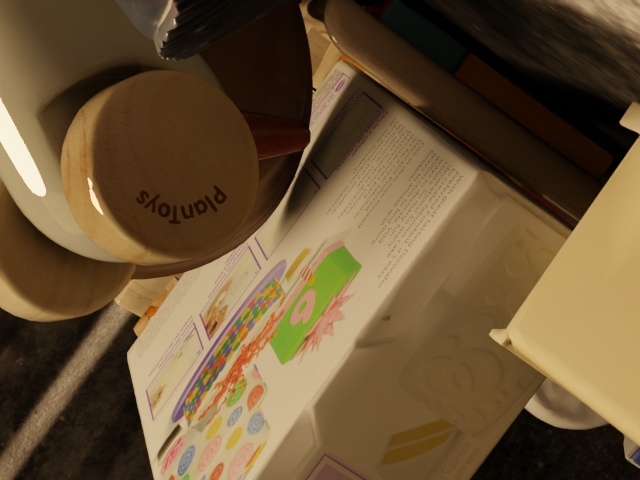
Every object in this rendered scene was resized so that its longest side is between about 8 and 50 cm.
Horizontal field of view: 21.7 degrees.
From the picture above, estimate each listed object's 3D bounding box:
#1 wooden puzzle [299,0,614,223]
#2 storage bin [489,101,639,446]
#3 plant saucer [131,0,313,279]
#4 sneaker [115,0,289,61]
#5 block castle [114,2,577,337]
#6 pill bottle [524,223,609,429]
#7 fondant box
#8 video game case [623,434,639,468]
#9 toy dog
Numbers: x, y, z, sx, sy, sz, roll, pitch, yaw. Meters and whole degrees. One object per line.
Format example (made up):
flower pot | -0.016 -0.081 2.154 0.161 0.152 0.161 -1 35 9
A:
wooden puzzle | 0.089 -0.084 1.002 0.221 0.044 0.239 35 -174 -8
storage bin | 0.241 0.092 0.668 0.260 0.123 0.262 34 -178 -27
plant saucer | -0.114 -0.116 0.910 0.278 0.278 0.041 35 146 -20
sneaker | -0.053 -0.143 0.529 0.131 0.112 0.319 56 -177 5
block castle | 0.000 0.000 1.364 0.213 0.303 0.453 33 -176 -27
pill bottle | 0.186 0.047 1.548 0.169 0.169 0.301 35 -179 -25
fondant box | 0.008 0.044 0.922 0.096 0.238 0.330 34 -174 -16
video game case | 0.309 0.133 1.079 0.269 0.061 0.244 33 -161 -9
toy dog | -0.102 -0.127 0.768 0.161 0.334 0.220 -23 -156 -36
